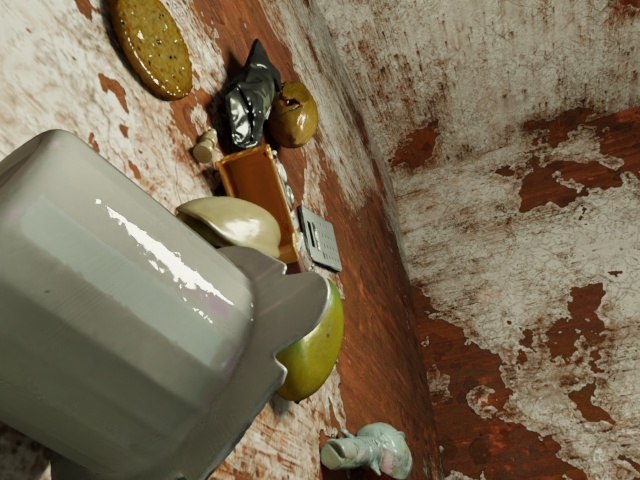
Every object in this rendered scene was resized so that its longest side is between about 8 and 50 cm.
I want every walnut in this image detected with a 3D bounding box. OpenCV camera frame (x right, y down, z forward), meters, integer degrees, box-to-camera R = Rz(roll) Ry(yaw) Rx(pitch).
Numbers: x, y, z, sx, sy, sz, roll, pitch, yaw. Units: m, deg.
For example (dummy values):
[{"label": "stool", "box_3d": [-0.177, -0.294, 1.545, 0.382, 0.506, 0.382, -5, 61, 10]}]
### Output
[{"label": "walnut", "box_3d": [-0.073, -0.326, 1.200, 0.246, 0.137, 0.137, -95, 160, -44]}]

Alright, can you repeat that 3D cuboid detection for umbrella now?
[{"label": "umbrella", "box_3d": [-0.177, -0.062, 0.823, 0.022, 0.022, 0.149, 5, 62, -26]}]

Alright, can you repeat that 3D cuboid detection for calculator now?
[{"label": "calculator", "box_3d": [0.000, 0.000, 1.329, 0.261, 0.021, 0.161, 27, 49, -68]}]

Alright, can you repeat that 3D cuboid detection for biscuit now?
[{"label": "biscuit", "box_3d": [-0.267, -0.315, 0.749, 0.188, 0.027, 0.188, -14, 90, -74]}]

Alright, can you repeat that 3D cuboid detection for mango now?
[{"label": "mango", "box_3d": [-0.016, 0.189, 0.891, 0.137, 0.091, 0.237, 56, 51, -25]}]

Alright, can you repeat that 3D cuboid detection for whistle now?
[{"label": "whistle", "box_3d": [0.112, 0.491, 1.081, 0.346, 0.133, 0.142, 31, 34, -52]}]

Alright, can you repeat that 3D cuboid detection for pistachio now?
[{"label": "pistachio", "box_3d": [-0.142, -0.002, 0.697, 0.215, 0.143, 0.144, 17, 59, -63]}]

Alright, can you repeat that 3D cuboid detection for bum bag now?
[{"label": "bum bag", "box_3d": [-0.149, -0.308, 1.010, 0.341, 0.095, 0.144, -80, 157, -44]}]

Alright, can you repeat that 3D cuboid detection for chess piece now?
[{"label": "chess piece", "box_3d": [-0.199, -0.173, 0.831, 0.092, 0.035, 0.035, -89, 156, -53]}]

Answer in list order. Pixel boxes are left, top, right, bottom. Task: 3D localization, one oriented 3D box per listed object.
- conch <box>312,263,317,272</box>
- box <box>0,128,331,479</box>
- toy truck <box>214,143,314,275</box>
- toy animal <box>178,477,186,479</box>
[{"label": "conch", "box_3d": [-0.044, 0.080, 1.027, 0.331, 0.093, 0.109, 59, 5, 18]}, {"label": "box", "box_3d": [-0.168, 0.041, 0.353, 0.206, 0.291, 0.263, 48, 32, -35]}, {"label": "toy truck", "box_3d": [-0.094, -0.039, 0.875, 0.135, 0.114, 0.271, -82, 156, -69]}, {"label": "toy animal", "box_3d": [-0.143, 0.219, 0.513, 0.121, 0.117, 0.210, 61, 18, -55]}]
